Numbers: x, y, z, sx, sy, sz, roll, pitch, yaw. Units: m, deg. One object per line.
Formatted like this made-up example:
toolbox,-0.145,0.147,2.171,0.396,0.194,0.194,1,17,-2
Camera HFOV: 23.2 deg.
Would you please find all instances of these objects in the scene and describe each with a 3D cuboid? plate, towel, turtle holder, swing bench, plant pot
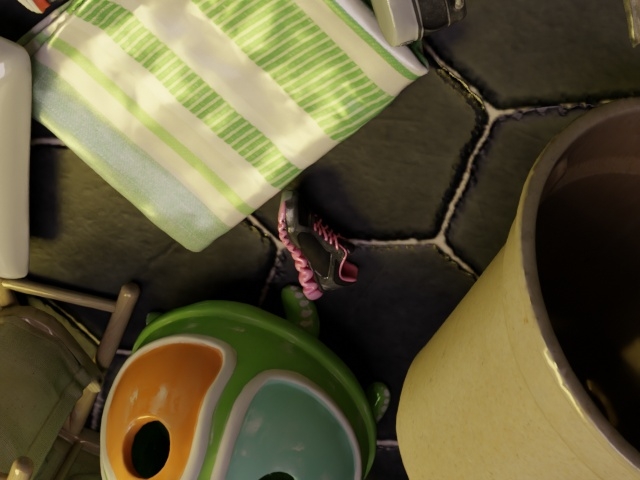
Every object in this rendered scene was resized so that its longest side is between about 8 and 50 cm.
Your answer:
plate,-0.387,-0.099,1.386,0.277,0.045,0.278,22,135,11
towel,-0.095,-0.138,1.272,0.248,0.038,0.325,41,130,-16
turtle holder,-0.076,0.220,1.439,0.243,0.227,0.320,5,130,16
swing bench,-0.286,0.194,1.478,0.165,0.253,0.254,12,131,11
plant pot,0.220,0.110,1.202,0.334,0.334,0.305,33,143,-8

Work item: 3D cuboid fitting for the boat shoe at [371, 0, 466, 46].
boat shoe,0.053,-0.247,1.108,0.070,0.078,0.219,-21,121,-7

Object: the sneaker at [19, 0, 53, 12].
sneaker,-0.244,-0.258,1.226,0.065,0.061,0.158,-31,117,7

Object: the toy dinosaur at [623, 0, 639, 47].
toy dinosaur,0.172,-0.253,1.063,0.268,0.064,0.118,41,137,-18

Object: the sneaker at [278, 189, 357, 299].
sneaker,0.000,0.000,1.353,0.057,0.047,0.119,-8,133,18
